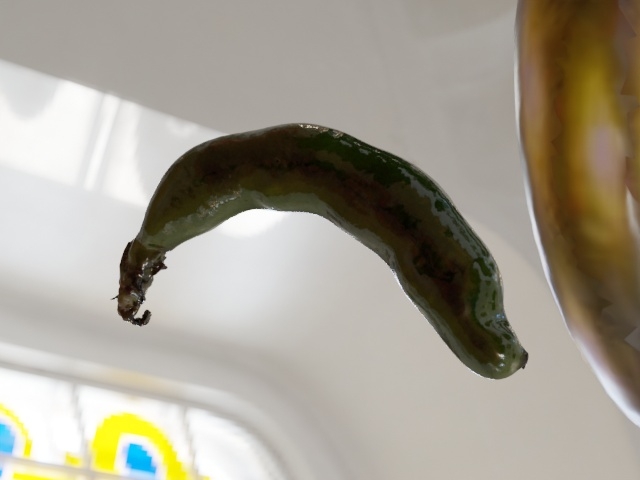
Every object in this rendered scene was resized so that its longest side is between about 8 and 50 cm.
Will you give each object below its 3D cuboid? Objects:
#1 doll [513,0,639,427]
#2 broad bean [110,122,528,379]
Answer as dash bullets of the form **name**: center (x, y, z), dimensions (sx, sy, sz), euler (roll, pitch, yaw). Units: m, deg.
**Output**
- **doll**: center (0.197, 0.027, 0.449), dimensions (0.209, 0.318, 0.339), euler (17, -54, 41)
- **broad bean**: center (0.000, 0.000, 1.200), dimensions (0.292, 0.049, 0.144), euler (8, -86, 27)
